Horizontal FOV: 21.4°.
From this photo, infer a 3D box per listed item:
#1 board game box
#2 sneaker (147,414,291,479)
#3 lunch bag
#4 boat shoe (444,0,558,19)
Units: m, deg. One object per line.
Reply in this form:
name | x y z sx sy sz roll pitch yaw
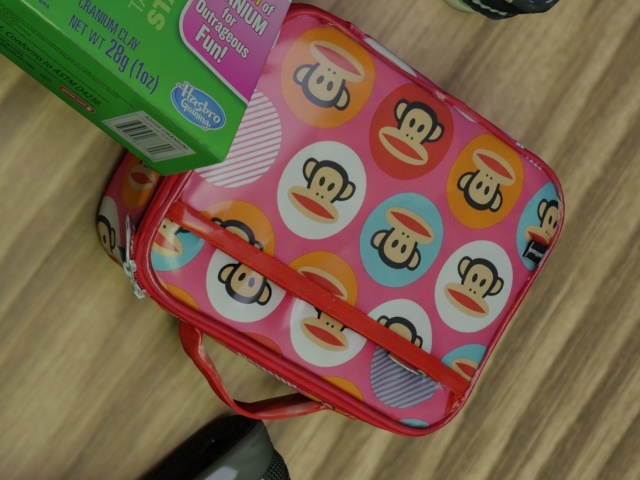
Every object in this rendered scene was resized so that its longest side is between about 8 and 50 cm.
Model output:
board game box | -0.103 -0.236 1.006 0.242 0.064 0.317 38 60 -33
sneaker | -0.101 0.234 1.153 0.227 0.087 0.130 -38 109 -24
lunch bag | 0.000 0.000 1.153 0.293 0.120 0.258 32 88 -29
boat shoe | 0.100 -0.297 1.158 0.114 0.091 0.303 -34 114 -20
